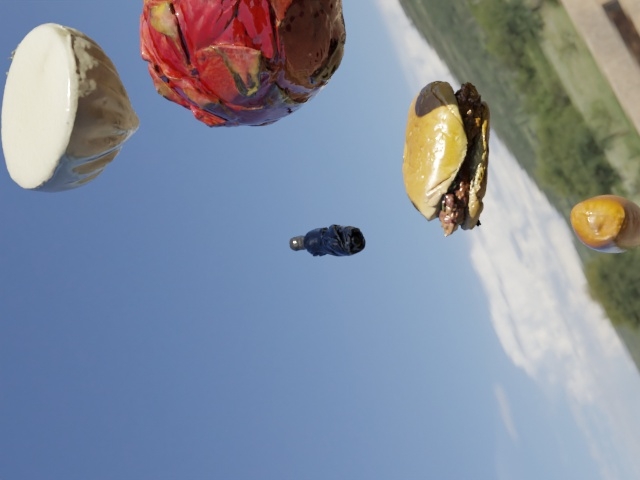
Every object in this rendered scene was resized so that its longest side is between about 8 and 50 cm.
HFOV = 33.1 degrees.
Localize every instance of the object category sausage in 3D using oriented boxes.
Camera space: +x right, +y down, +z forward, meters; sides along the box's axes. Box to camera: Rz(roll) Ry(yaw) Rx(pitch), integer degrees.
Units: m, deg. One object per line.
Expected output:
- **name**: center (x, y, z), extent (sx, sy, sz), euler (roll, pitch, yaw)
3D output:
- **sausage**: center (0.445, -0.024, 1.639), extent (0.238, 0.098, 0.098), euler (8, -123, -64)

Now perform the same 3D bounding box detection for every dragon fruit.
- **dragon fruit**: center (-0.102, -0.292, 1.431), extent (0.277, 0.342, 0.277), euler (10, -114, -24)

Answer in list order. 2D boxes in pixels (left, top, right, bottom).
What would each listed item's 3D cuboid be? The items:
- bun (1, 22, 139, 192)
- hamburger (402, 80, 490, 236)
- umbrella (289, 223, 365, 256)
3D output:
- **bun**: center (-0.369, -0.197, 1.667), extent (0.175, 0.263, 0.263), euler (4, -125, -37)
- **hamburger**: center (0.249, -0.175, 2.055), extent (0.282, 0.155, 0.245), euler (-104, 27, -59)
- **umbrella**: center (0.007, -0.003, 2.053), extent (0.071, 0.071, 0.248), euler (60, 160, -15)
